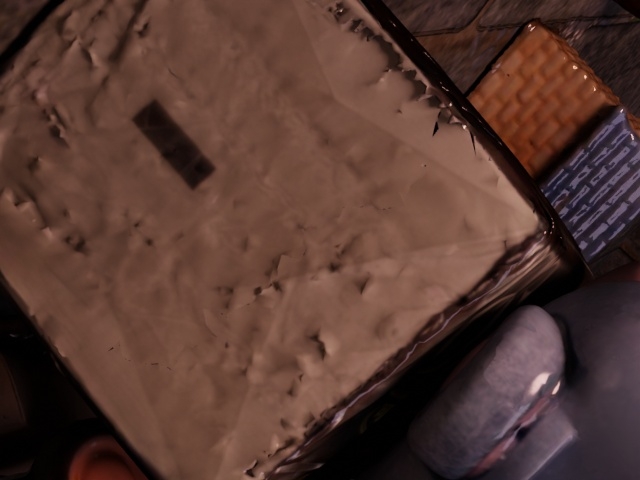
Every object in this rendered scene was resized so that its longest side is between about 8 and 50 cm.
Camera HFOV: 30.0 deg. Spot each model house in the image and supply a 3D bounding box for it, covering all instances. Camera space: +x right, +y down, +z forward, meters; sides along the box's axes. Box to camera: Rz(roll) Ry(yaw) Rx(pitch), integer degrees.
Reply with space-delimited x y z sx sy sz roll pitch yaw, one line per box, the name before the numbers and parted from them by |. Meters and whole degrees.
model house | 0.203 -0.059 0.986 0.166 0.172 0.183 -51 163 18

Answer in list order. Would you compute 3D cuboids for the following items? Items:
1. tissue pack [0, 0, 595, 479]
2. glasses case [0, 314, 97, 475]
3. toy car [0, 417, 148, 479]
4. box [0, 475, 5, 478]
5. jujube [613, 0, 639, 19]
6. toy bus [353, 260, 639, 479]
tissue pack | 0.000 0.000 0.593 0.198 0.210 0.370 -39 166 8
glasses case | -0.178 0.084 0.636 0.102 0.070 0.193 -16 166 3
toy car | -0.178 0.212 0.532 0.180 0.212 0.270 -28 162 39
box | -0.128 0.150 0.884 0.153 0.074 0.240 -44 163 13
jujube | 0.163 -0.187 0.456 0.213 0.232 0.213 -39 161 -16
toy bus | 0.125 0.127 0.525 0.294 0.197 0.232 -54 170 36
